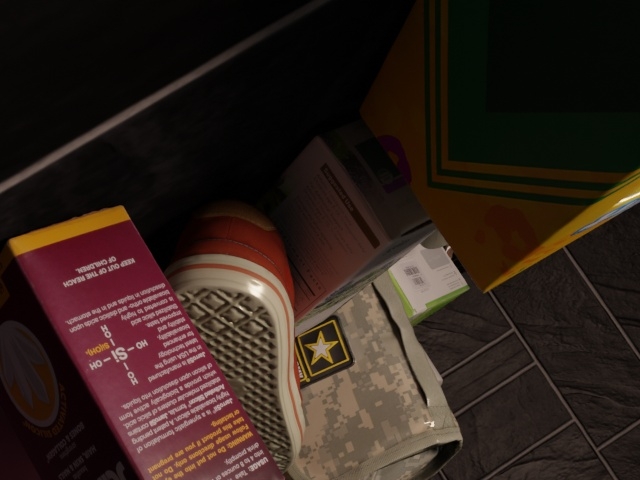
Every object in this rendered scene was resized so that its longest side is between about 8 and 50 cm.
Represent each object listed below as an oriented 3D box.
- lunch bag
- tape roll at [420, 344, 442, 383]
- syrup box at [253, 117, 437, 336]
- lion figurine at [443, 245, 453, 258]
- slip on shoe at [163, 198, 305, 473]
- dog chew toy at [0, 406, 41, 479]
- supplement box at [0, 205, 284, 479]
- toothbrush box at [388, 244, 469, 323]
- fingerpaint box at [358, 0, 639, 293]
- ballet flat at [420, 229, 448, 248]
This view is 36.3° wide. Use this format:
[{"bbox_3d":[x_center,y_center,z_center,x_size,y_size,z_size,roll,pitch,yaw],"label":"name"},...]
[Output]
[{"bbox_3d":[-0.008,0.152,0.951,0.169,0.235,0.287,5,141,-39],"label":"lunch bag"},{"bbox_3d":[-0.002,0.275,1.408,0.392,0.072,0.392,-29,163,-9],"label":"tape roll"},{"bbox_3d":[0.000,0.000,0.768,0.093,0.096,0.237,-27,169,-39],"label":"syrup box"},{"bbox_3d":[0.035,0.146,1.533,0.240,0.142,0.392,-24,161,-49],"label":"lion figurine"},{"bbox_3d":[-0.068,0.096,0.755,0.123,0.101,0.331,6,140,1],"label":"slip on shoe"},{"bbox_3d":[-0.256,0.195,0.655,0.332,0.206,0.206,-37,173,-25],"label":"dog chew toy"},{"bbox_3d":[-0.119,0.090,0.560,0.081,0.188,0.104,-22,166,-45],"label":"supplement box"},{"bbox_3d":[0.031,0.105,1.322,0.283,0.122,0.206,-36,169,26],"label":"toothbrush box"},{"bbox_3d":[0.282,-0.183,0.554,0.445,0.163,0.371,-29,169,-21],"label":"fingerpaint box"},{"bbox_3d":[0.186,-0.069,1.162,0.213,0.072,0.068,-37,142,22],"label":"ballet flat"}]
